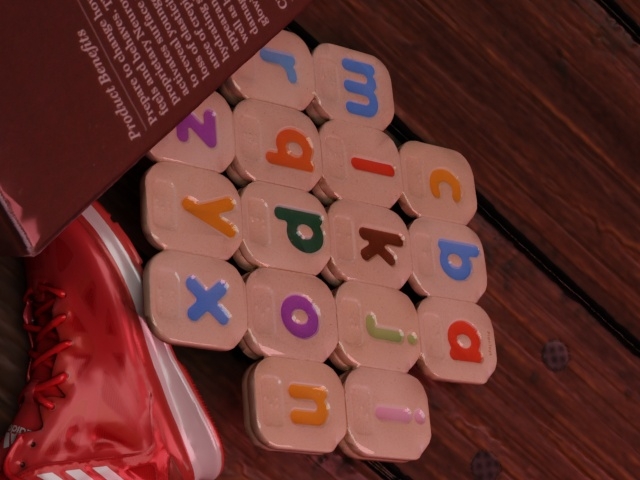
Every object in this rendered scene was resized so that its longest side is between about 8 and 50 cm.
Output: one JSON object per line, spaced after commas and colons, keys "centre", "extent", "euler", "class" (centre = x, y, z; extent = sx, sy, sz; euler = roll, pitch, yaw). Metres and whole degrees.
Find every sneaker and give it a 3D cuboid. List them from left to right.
{"centre": [-0.156, 0.073, 0.951], "extent": [0.128, 0.087, 0.221], "euler": [-31, 92, -28], "class": "sneaker"}

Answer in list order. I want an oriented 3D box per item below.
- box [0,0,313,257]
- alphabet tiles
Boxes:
{"centre": [-0.124, -0.173, 0.916], "extent": [0.381, 0.143, 0.191], "euler": [-47, 123, -39], "class": "box"}
{"centre": [0.000, 0.000, 1.033], "extent": [0.278, 0.021, 0.284], "euler": [10, 66, -37], "class": "alphabet tiles"}
